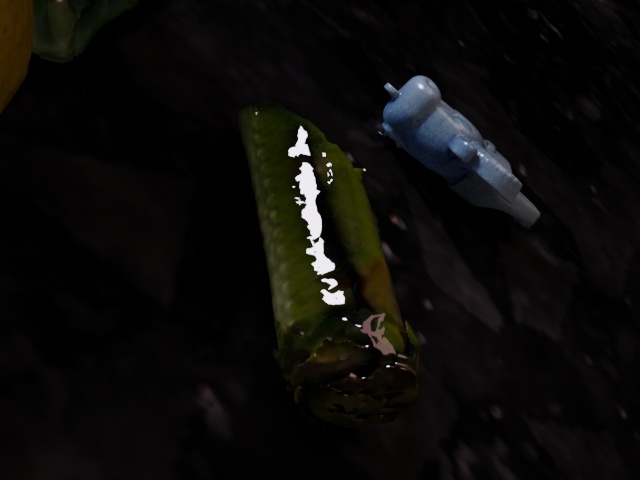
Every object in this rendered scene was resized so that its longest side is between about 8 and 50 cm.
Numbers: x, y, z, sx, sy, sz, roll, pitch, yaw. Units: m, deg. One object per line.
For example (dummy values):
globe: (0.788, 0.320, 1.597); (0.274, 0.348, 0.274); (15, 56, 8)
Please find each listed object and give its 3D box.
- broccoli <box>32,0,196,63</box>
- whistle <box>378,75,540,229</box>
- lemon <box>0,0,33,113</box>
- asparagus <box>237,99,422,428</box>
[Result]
broccoli: (-0.237, -0.296, 0.988); (0.261, 0.241, 0.269); (21, 19, 3)
whistle: (0.182, -0.112, 1.373); (0.269, 0.093, 0.180); (37, 9, -15)
lemon: (-0.334, -0.186, 0.727); (0.285, 0.285, 0.316); (11, 78, -41)
asparagus: (0.000, 0.000, 1.037); (0.108, 0.128, 0.382); (64, 9, -51)
